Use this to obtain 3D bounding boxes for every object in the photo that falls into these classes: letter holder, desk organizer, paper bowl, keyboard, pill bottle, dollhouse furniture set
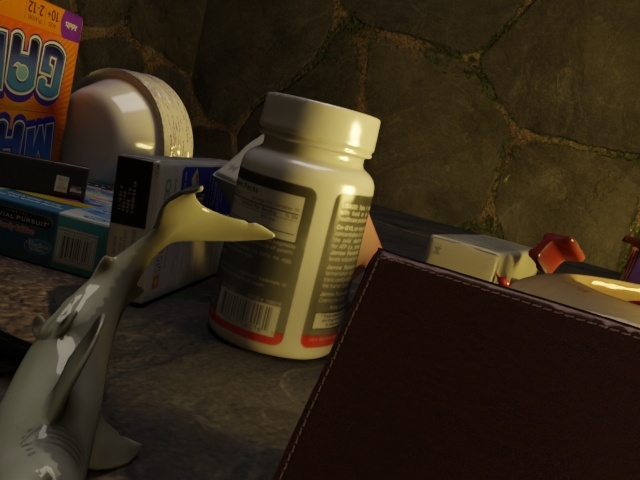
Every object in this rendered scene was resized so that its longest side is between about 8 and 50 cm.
[{"bbox_3d":[0.142,0.168,0.410,0.301,0.215,0.152,17,-23,24],"label":"letter holder"},{"bbox_3d":[-0.403,-0.096,0.955,0.130,0.047,0.050,10,7,-20],"label":"desk organizer"},{"bbox_3d":[-0.397,-0.187,1.274,0.284,0.284,0.148,18,11,26],"label":"paper bowl"},{"bbox_3d":[-0.312,0.085,0.571,0.192,0.038,0.100,16,-14,19],"label":"keyboard"},{"bbox_3d":[-0.028,-0.019,0.786,0.161,0.283,0.161,14,9,-2],"label":"pill bottle"},{"bbox_3d":[0.549,0.090,1.250,0.374,0.201,0.152,10,10,-28],"label":"dollhouse furniture set"}]

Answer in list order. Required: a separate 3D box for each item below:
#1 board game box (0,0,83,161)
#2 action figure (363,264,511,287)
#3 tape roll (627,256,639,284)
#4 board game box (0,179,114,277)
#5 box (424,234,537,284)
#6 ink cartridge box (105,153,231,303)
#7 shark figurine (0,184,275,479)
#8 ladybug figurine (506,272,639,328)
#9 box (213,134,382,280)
[{"bbox_3d":[-0.647,-0.249,1.048,0.356,0.357,0.356,14,9,3],"label":"board game box"},{"bbox_3d":[0.201,0.095,1.033,0.280,0.092,0.139,14,18,4],"label":"action figure"},{"bbox_3d":[0.630,0.104,1.036,0.274,0.275,0.090,14,9,4],"label":"tape roll"},{"bbox_3d":[-0.376,-0.035,1.030,0.253,0.079,0.336,15,9,5],"label":"board game box"},{"bbox_3d":[0.331,0.061,1.354,0.148,0.121,0.311,19,10,32],"label":"box"},{"bbox_3d":[-0.186,-0.031,0.964,0.069,0.176,0.371,11,8,13],"label":"ink cartridge box"},{"bbox_3d":[-0.141,0.090,0.449,0.166,0.278,0.116,-14,-50,34],"label":"shark figurine"},{"bbox_3d":[0.406,0.151,0.773,0.449,0.162,0.305,10,9,-18],"label":"ladybug figurine"},{"bbox_3d":[-0.026,-0.039,0.983,0.126,0.148,0.232,24,-31,44],"label":"box"}]
